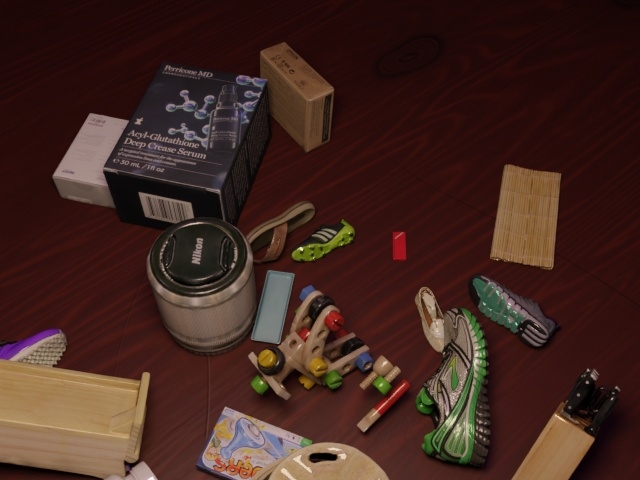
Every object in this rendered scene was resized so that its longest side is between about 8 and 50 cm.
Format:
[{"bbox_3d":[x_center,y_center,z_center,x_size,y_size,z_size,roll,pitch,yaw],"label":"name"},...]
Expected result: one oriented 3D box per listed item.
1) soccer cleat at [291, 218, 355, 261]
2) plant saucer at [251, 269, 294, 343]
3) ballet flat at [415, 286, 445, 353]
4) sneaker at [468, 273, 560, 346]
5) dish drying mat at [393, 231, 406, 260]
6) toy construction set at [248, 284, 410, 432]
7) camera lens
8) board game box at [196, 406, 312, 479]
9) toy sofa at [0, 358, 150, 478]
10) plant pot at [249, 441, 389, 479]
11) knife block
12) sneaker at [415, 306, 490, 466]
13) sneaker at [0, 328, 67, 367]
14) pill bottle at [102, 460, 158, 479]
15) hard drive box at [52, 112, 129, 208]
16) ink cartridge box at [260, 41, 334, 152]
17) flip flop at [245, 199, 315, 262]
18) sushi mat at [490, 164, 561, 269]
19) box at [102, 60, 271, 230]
[{"bbox_3d":[0.000,0.000,1.861,0.179,0.060,0.072,-21,47,-23],"label":"soccer cleat"},{"bbox_3d":[-0.109,0.155,1.767,0.067,0.018,0.192,8,55,5],"label":"plant saucer"},{"bbox_3d":[0.257,0.181,1.731,0.057,0.052,0.168,-14,56,-13],"label":"ballet flat"},{"bbox_3d":[0.445,0.153,1.755,0.098,0.083,0.224,-22,57,-43],"label":"sneaker"},{"bbox_3d":[0.196,0.013,1.879,0.032,0.008,0.083,3,54,0],"label":"dish drying mat"},{"bbox_3d":[-0.002,0.276,1.588,0.237,0.257,0.309,-44,75,-9],"label":"toy construction set"},{"bbox_3d":[-0.250,0.100,1.646,0.219,0.274,0.219,1,54,-1],"label":"camera lens"},{"bbox_3d":[-0.133,0.439,1.550,0.201,0.035,0.136,18,56,11],"label":"board game box"},{"bbox_3d":[-0.533,0.346,1.511,0.362,0.177,0.150,12,31,-13],"label":"toy sofa"},{"bbox_3d":[0.000,0.499,1.317,0.334,0.305,0.334,3,61,-5],"label":"plant pot"},{"bbox_3d":[0.474,0.385,1.470,0.088,0.242,0.275,33,60,22],"label":"knife block"},{"bbox_3d":[0.277,0.294,1.596,0.146,0.134,0.343,4,57,4],"label":"sneaker"},{"bbox_3d":[-0.702,0.255,1.635,0.293,0.102,0.146,-34,60,-22],"label":"sneaker"},{"bbox_3d":[-0.403,0.523,1.433,0.221,0.124,0.124,-34,61,-22],"label":"pill bottle"},{"bbox_3d":[-0.558,-0.208,1.979,0.181,0.089,0.232,12,54,8],"label":"hard drive box"},{"bbox_3d":[-0.067,-0.388,2.050,0.088,0.193,0.234,-29,60,-22],"label":"ink cartridge box"},{"bbox_3d":[-0.110,0.000,1.837,0.277,0.112,0.080,-34,76,-28],"label":"flip flop"},{"bbox_3d":[0.526,-0.065,1.932,0.151,0.019,0.316,13,56,7],"label":"sushi mat"},{"bbox_3d":[-0.319,-0.229,1.924,0.293,0.212,0.395,11,54,8],"label":"box"}]
